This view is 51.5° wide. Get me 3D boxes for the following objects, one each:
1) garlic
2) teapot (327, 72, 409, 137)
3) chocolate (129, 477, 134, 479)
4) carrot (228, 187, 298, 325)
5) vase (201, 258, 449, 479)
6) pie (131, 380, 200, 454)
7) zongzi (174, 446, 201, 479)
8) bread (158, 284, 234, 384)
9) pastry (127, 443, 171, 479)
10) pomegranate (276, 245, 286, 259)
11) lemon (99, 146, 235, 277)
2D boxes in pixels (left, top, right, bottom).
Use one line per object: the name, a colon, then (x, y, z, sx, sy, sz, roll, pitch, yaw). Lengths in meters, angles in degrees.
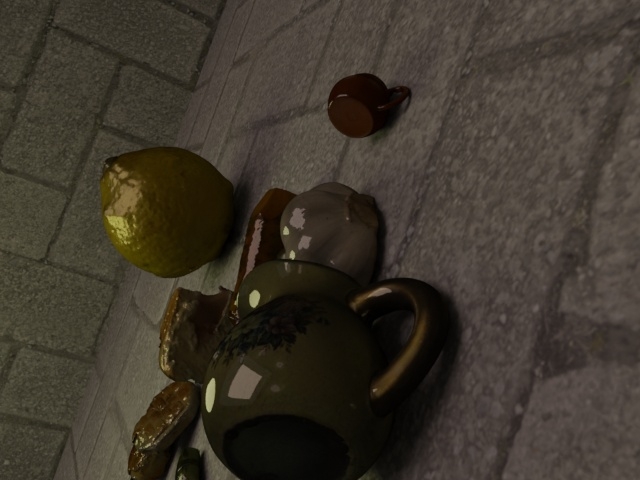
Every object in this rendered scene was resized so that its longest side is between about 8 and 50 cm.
garlic: (0.000, 0.000, 1.075, 0.178, 0.142, 0.229, -55, 36, 27)
teapot: (0.078, -0.245, 1.162, 0.173, 0.116, 0.116, -1, 68, 37)
chocolate: (-0.490, 0.656, 1.745, 0.086, 0.028, 0.182, -62, 26, 22)
carrot: (-0.107, 0.046, 1.308, 0.114, 0.114, 0.302, -9, 63, 64)
vase: (0.016, 0.147, 0.865, 0.329, 0.241, 0.302, -24, 29, 22)
pie: (-0.366, 0.414, 1.571, 0.195, 0.046, 0.195, -30, 28, 18)
zongzi: (-0.283, 0.507, 1.399, 0.104, 0.052, 0.113, -103, 26, -64)
bread: (-0.252, 0.216, 1.390, 0.211, 0.183, 0.224, -34, 39, 56)
pastry: (-0.418, 0.519, 1.632, 0.153, 0.081, 0.153, -54, 24, 38)
pomegranate: (-0.055, 0.040, 1.243, 0.084, 0.073, 0.073, -34, 41, 39)
lemon: (-0.411, -0.086, 1.761, 0.350, 0.387, 0.350, -45, 17, 17)
